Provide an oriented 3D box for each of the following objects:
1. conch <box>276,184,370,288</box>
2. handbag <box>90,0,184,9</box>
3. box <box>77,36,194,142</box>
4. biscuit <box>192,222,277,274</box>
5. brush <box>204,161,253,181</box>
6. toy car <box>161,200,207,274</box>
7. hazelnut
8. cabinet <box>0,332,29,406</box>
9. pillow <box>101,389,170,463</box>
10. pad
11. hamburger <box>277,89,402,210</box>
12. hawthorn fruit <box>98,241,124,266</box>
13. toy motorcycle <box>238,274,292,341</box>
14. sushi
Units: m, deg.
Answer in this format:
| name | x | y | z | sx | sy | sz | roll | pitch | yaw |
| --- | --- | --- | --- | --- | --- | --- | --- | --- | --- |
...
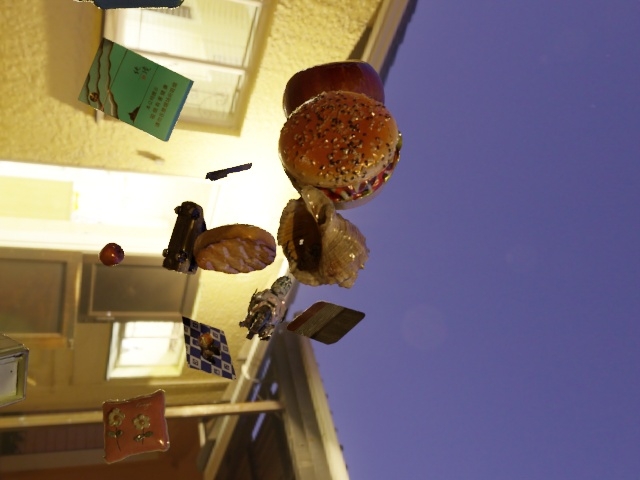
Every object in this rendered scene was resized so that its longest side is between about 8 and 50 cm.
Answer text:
| name | x | y | z | sx | sy | sz | roll | pitch | yaw |
| --- | --- | --- | --- | --- | --- | --- | --- | --- | --- |
| conch | 0.000 | 0.000 | 1.258 | 0.245 | 0.178 | 0.163 | 66 | -7 | -15 |
| handbag | -0.363 | -0.578 | 1.142 | 0.326 | 0.089 | 0.238 | -43 | 154 | -60 |
| box | -0.434 | -0.352 | 1.373 | 0.162 | 0.229 | 0.041 | -63 | 180 | 8 |
| biscuit | -0.298 | 0.026 | 2.036 | 0.296 | 0.296 | 0.102 | 128 | -39 | -54 |
| brush | -0.287 | -0.219 | 1.876 | 0.027 | 0.190 | 0.034 | 44 | -49 | 23 |
| toy car | -0.472 | -0.008 | 2.085 | 0.101 | 0.124 | 0.257 | 11 | -98 | 35 |
| hazelnut | 0.050 | -0.514 | 2.228 | 0.359 | 0.409 | 0.359 | 27 | -57 | 51 |
| cabinet | -0.845 | 0.310 | 1.430 | 0.206 | 0.145 | 0.150 | 13 | -80 | 30 |
| pillow | -0.511 | 0.510 | 1.609 | 0.075 | 0.179 | 0.171 | 94 | -16 | -66 |
| pad | 0.058 | 0.190 | 1.858 | 0.250 | 0.055 | 0.323 | 8 | -124 | 51 |
| hamburger | 0.046 | -0.215 | 1.346 | 0.176 | 0.300 | 0.300 | 80 | -1 | -59 |
| hawthorn fruit | -0.630 | 0.044 | 1.759 | 0.077 | 0.077 | 0.077 | -177 | -90 | -67 |
| toy motorcycle | -0.141 | 0.170 | 1.588 | 0.204 | 0.108 | 0.239 | -58 | -162 | -19 |
| sushi | -0.368 | 0.353 | 1.854 | 0.040 | 0.192 | 0.210 | -44 | -138 | 20 |
